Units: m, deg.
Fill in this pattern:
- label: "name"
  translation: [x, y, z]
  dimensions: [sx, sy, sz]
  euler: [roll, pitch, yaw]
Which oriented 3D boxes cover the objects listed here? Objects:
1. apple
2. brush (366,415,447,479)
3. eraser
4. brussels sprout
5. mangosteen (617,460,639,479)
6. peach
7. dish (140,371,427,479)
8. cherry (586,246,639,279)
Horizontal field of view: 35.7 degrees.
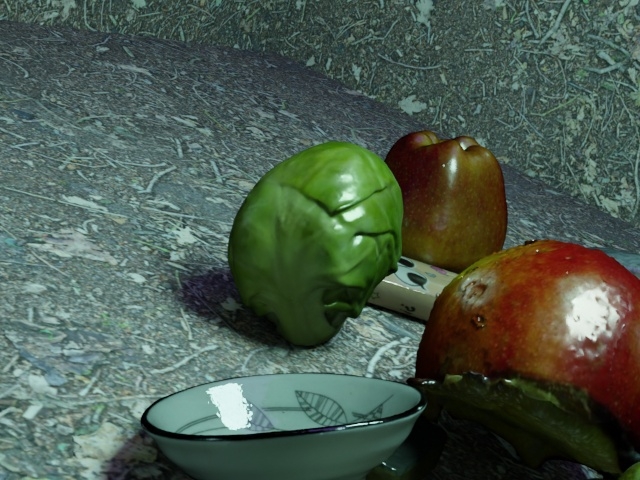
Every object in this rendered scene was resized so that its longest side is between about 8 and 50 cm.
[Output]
- label: "apple"
  translation: [0.241, -0.063, 2.053]
  dimensions: [0.288, 0.317, 0.288]
  euler: [5, 14, -1]
- label: "brush"
  translation: [0.078, 0.265, 1.283]
  dimensions: [0.123, 0.059, 0.197]
  euler: [27, 17, 21]
- label: "eraser"
  translation: [0.186, 0.091, 1.867]
  dimensions: [0.290, 0.087, 0.171]
  euler: [18, 19, -9]
- label: "brussels sprout"
  translation: [0.000, 0.000, 1.542]
  dimensions: [0.247, 0.328, 0.328]
  euler: [37, 23, 33]
- label: "mangosteen"
  translation: [0.443, 0.358, 1.039]
  dimensions: [0.330, 0.330, 0.330]
  euler: [20, 18, -7]
- label: "peach"
  translation: [0.299, 0.170, 1.338]
  dimensions: [0.339, 0.353, 0.416]
  euler: [21, 20, 0]
- label: "dish"
  translation: [-0.037, 0.225, 1.098]
  dimensions: [0.316, 0.106, 0.316]
  euler: [-2, 3, 0]
- label: "cherry"
  translation: [0.594, 0.123, 2.033]
  dimensions: [0.254, 0.218, 0.296]
  euler: [10, 15, -14]
